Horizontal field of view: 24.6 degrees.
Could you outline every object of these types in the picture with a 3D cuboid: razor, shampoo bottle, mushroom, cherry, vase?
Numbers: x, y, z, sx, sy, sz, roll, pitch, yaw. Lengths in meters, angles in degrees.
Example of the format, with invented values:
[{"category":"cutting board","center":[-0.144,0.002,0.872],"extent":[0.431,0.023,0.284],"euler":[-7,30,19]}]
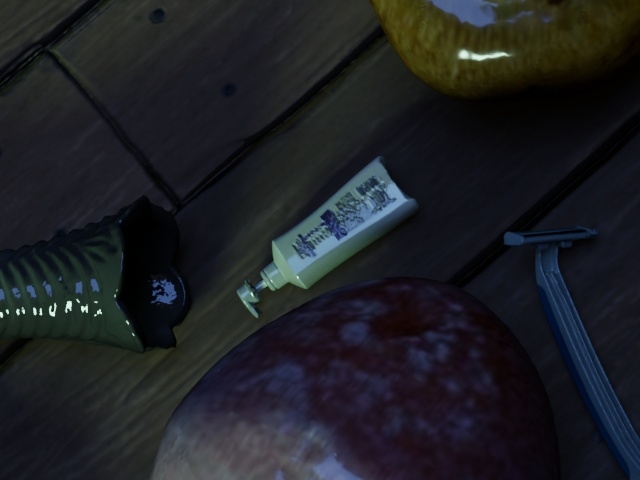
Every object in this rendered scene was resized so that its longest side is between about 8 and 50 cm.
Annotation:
[{"category":"razor","center":[0.175,0.078,0.943],"extent":[0.068,0.037,0.191],"euler":[-6,65,-32]},{"category":"shampoo bottle","center":[0.000,0.000,1.024],"extent":[0.141,0.034,0.049],"euler":[-36,71,0]},{"category":"mushroom","center":[0.159,-0.261,0.956],"extent":[0.345,0.259,0.345],"euler":[-5,68,13]},{"category":"cherry","center":[0.019,0.151,0.863],"extent":[0.236,0.213,0.285],"euler":[25,52,5]},{"category":"vase","center":[-0.221,0.037,1.036],"extent":[0.237,0.115,0.115],"euler":[-6,68,18]}]
